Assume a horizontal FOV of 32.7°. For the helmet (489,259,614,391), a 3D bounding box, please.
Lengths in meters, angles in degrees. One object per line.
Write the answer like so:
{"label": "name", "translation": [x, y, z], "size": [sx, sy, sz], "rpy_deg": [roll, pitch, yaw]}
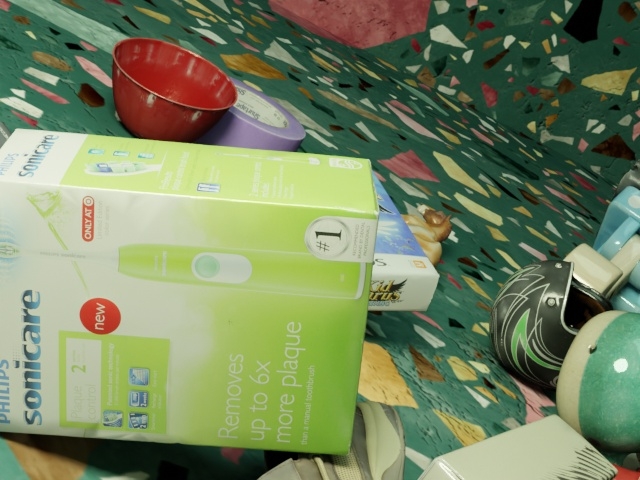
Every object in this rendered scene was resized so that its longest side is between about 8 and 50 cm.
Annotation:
{"label": "helmet", "translation": [0.308, 0.111, 1.474], "size": [0.161, 0.169, 0.169], "rpy_deg": [39, 19, -5]}

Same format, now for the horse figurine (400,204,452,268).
{"label": "horse figurine", "translation": [0.123, -0.004, 1.641], "size": [0.174, 0.066, 0.263], "rpy_deg": [23, 18, -8]}

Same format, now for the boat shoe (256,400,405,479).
{"label": "boat shoe", "translation": [0.000, 0.236, 0.825], "size": [0.130, 0.132, 0.355], "rpy_deg": [9, 17, -5]}

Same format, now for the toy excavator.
{"label": "toy excavator", "translation": [0.532, 0.057, 1.915], "size": [0.222, 0.445, 0.433], "rpy_deg": [38, -21, 21]}

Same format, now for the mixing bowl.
{"label": "mixing bowl", "translation": [-0.216, -0.193, 1.515], "size": [0.181, 0.098, 0.181], "rpy_deg": [21, 29, -12]}

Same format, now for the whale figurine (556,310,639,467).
{"label": "whale figurine", "translation": [0.407, 0.205, 1.353], "size": [0.141, 0.216, 0.272], "rpy_deg": [11, -27, 47]}

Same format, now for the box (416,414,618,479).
{"label": "box", "translation": [0.175, 0.250, 1.038], "size": [0.094, 0.113, 0.275], "rpy_deg": [43, 24, 25]}

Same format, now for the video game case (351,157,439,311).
{"label": "video game case", "translation": [-0.016, -0.018, 1.347], "size": [0.244, 0.061, 0.269], "rpy_deg": [3, 34, -24]}

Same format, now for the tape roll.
{"label": "tape roll", "translation": [-0.122, -0.174, 1.659], "size": [0.189, 0.080, 0.189], "rpy_deg": [29, 20, -11]}

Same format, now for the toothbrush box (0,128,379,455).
{"label": "toothbrush box", "translation": [-0.107, 0.039, 0.837], "size": [0.283, 0.206, 0.122], "rpy_deg": [6, 23, -2]}

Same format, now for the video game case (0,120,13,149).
{"label": "video game case", "translation": [-0.407, -0.086, 1.105], "size": [0.274, 0.026, 0.196], "rpy_deg": [10, 29, -48]}

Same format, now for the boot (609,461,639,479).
{"label": "boot", "translation": [0.402, 0.266, 1.239], "size": [0.244, 0.176, 0.088], "rpy_deg": [33, 21, 8]}
